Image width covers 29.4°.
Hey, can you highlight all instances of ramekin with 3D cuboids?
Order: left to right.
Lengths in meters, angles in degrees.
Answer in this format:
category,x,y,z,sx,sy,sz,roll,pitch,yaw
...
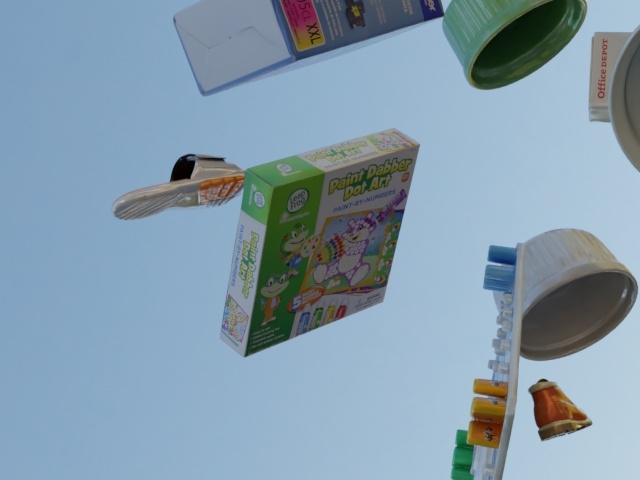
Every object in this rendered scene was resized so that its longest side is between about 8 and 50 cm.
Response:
category,x,y,z,sx,sy,sz,roll,pitch,yaw
ramekin,0.413,-0.481,2.655,0.303,0.148,0.303,-26,-22,-11
ramekin,0.357,0.075,1.826,0.207,0.109,0.207,-15,-40,-13

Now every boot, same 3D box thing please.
category,x,y,z,sx,sy,sz,roll,pitch,yaw
boot,0.333,0.232,1.707,0.059,0.084,0.158,-25,-17,19

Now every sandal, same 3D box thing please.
category,x,y,z,sx,sy,sz,roll,pitch,yaw
sandal,-0.203,-0.093,1.820,0.265,0.076,0.102,-11,-18,-44

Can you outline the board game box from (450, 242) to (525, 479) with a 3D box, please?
category,x,y,z,sx,sy,sz,roll,pitch,yaw
board game box,0.204,0.253,1.574,0.390,0.050,0.390,-71,-12,-61

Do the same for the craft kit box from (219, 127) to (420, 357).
category,x,y,z,sx,sy,sz,roll,pitch,yaw
craft kit box,0.000,0.000,1.513,0.250,0.061,0.246,-20,-50,-39

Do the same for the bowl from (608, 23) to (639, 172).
category,x,y,z,sx,sy,sz,roll,pitch,yaw
bowl,0.533,-0.209,1.627,0.134,0.298,0.297,-68,-8,-65

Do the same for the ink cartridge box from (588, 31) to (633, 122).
category,x,y,z,sx,sy,sz,roll,pitch,yaw
ink cartridge box,0.585,-0.290,2.186,0.086,0.203,0.148,50,-135,-72

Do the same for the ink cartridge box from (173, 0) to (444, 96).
category,x,y,z,sx,sy,sz,roll,pitch,yaw
ink cartridge box,0.006,-0.371,1.979,0.395,0.270,0.151,-25,-81,-37
